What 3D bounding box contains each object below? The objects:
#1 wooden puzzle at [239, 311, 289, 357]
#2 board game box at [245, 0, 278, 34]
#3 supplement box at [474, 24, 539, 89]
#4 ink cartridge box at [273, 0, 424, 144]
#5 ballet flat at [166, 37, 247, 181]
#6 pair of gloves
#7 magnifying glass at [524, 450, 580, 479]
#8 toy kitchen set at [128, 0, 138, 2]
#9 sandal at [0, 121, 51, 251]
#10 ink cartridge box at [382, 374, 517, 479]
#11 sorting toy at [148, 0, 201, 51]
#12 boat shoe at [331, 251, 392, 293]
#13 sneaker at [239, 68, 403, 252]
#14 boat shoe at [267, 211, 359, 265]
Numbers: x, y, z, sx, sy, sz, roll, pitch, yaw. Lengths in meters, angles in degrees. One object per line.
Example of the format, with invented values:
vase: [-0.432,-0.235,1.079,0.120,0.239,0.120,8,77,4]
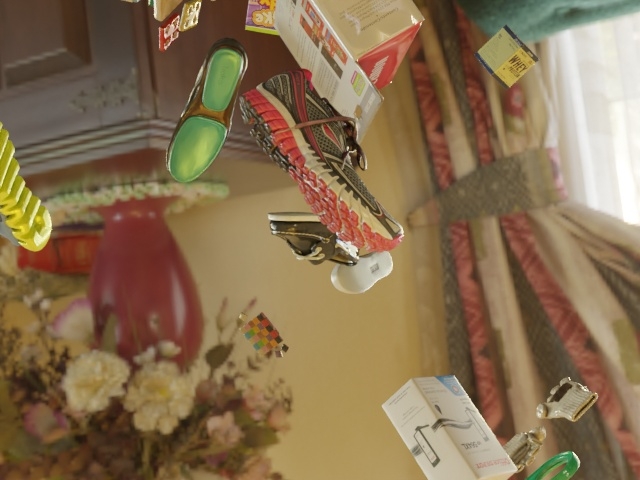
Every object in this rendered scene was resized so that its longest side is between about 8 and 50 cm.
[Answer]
wooden puzzle: [-0.081,0.130,1.295,0.049,0.083,0.006,-38,-179,35]
board game box: [0.022,-0.555,2.050,0.347,0.233,0.078,8,-144,-3]
supplement box: [0.358,-0.353,1.802,0.083,0.083,0.056,-43,131,17]
ink cartridge box: [0.052,-0.321,1.503,0.130,0.272,0.309,-32,177,-8]
ballet flat: [-0.200,-0.237,1.693,0.095,0.280,0.096,20,-156,-18]
pair of gloves: [0.450,0.376,1.914,0.240,0.042,0.204,-45,177,2]
magnifying glass: [0.358,0.444,1.652,0.231,0.026,0.092,-38,180,21]
toy kitchen set: [-0.274,-0.516,1.765,0.166,0.122,0.207,13,-155,-1]
sandal: [-0.624,-0.103,1.740,0.138,0.317,0.126,-4,-143,12]
ink cartridge box: [0.220,0.335,1.589,0.086,0.203,0.148,-47,150,24]
sorting toy: [-0.222,-0.414,1.396,0.046,0.132,0.274,25,145,11]
boat shoe: [0.073,0.069,1.953,0.070,0.077,0.219,-16,179,32]
sneaker: [0.015,-0.112,1.266,0.112,0.299,0.121,-34,167,-14]
boat shoe: [0.000,0.000,1.698,0.114,0.091,0.302,7,180,32]
